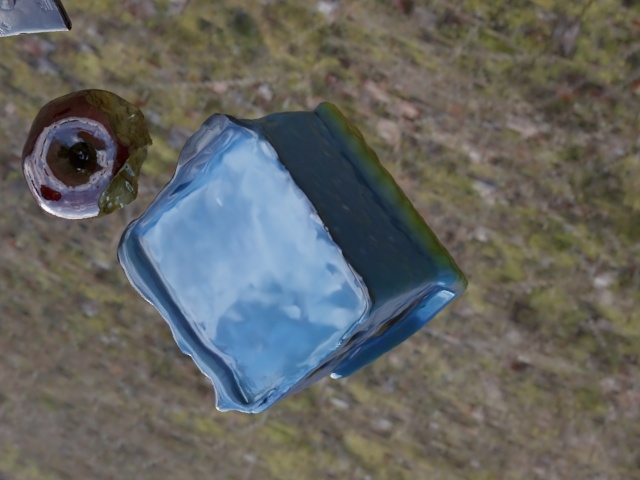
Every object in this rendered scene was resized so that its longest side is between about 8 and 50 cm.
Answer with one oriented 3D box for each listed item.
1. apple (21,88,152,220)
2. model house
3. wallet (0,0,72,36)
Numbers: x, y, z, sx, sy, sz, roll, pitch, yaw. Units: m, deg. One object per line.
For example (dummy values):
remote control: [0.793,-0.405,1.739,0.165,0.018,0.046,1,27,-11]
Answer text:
apple: [-0.286,-0.104,1.611,0.147,0.156,0.158,-9,-175,6]
model house: [0.000,0.000,1.301,0.237,0.303,0.215,54,127,14]
wallet: [-0.495,-0.372,2.137,0.176,0.026,0.095,1,131,26]
